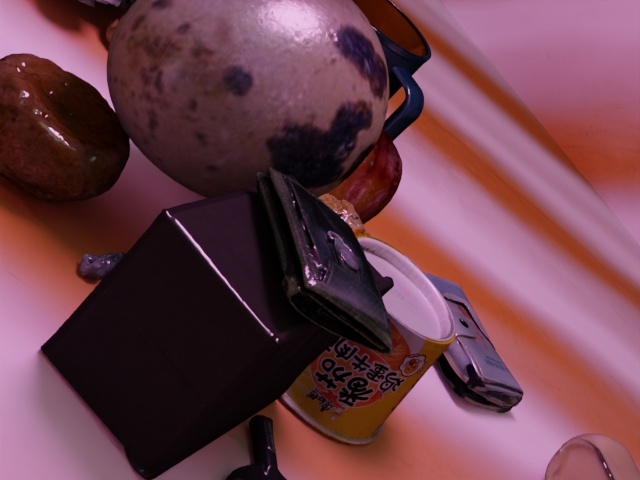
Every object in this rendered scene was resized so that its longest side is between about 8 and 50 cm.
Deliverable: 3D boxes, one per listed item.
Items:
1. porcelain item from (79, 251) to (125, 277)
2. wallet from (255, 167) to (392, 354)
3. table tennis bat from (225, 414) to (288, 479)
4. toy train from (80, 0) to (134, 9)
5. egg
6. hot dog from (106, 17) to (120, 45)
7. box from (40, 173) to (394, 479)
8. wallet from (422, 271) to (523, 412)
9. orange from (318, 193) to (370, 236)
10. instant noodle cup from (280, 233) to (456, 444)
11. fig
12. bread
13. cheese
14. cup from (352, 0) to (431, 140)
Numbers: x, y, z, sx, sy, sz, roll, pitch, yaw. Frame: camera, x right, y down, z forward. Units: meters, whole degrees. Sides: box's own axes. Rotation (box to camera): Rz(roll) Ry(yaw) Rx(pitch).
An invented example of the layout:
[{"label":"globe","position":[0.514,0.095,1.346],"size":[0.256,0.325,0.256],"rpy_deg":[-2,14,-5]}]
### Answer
[{"label":"porcelain item","position":[-0.283,0.033,1.593],"size":[0.036,0.028,0.083],"rpy_deg":[35,21,23]},{"label":"wallet","position":[0.006,0.019,1.426],"size":[0.160,0.055,0.236],"rpy_deg":[35,24,-33]},{"label":"table tennis bat","position":[-0.061,0.310,1.493],"size":[0.150,0.027,0.236],"rpy_deg":[29,30,-30]},{"label":"toy train","position":[-0.352,-0.482,2.094],"size":[0.249,0.173,0.307],"rpy_deg":[30,10,41]},{"label":"egg","position":[-0.098,-0.220,1.684],"size":[0.428,0.345,0.345],"rpy_deg":[18,35,-49]},{"label":"hot dog","position":[-0.255,-0.319,2.167],"size":[0.289,0.068,0.083],"rpy_deg":[16,13,-40]},{"label":"box","position":[-0.114,0.090,1.485],"size":[0.204,0.251,0.345],"rpy_deg":[48,24,9]},{"label":"wallet","position":[0.246,0.178,2.139],"size":[0.176,0.075,0.250],"rpy_deg":[24,31,-50]},{"label":"orange","position":[0.000,0.000,1.953],"size":[0.156,0.156,0.134],"rpy_deg":[34,-14,-22]},{"label":"instant noodle cup","position":[0.057,0.132,1.755],"size":[0.264,0.200,0.264],"rpy_deg":[36,24,-19]},{"label":"fig","position":[0.029,-0.123,2.121],"size":[0.224,0.224,0.263],"rpy_deg":[29,28,-31]},{"label":"bread","position":[-0.365,-0.143,1.635],"size":[0.230,0.123,0.230],"rpy_deg":[35,23,-17]},{"label":"cheese","position":[0.485,0.443,2.013],"size":[0.233,0.127,0.266],"rpy_deg":[25,32,-42]},{"label":"cup","position":[0.049,-0.309,2.350],"size":[0.308,0.292,0.242],"rpy_deg":[45,24,0]}]
